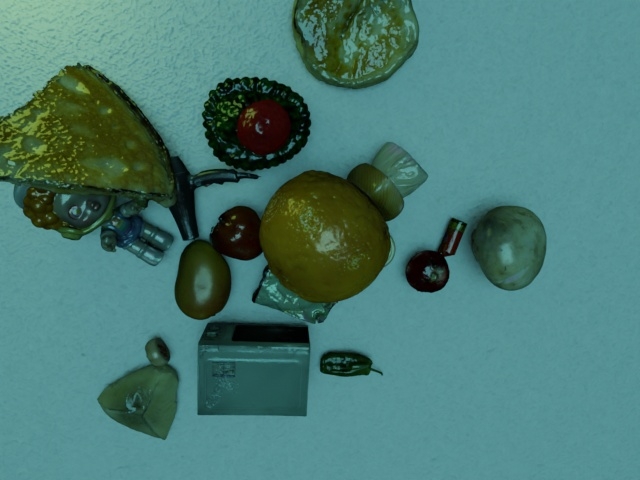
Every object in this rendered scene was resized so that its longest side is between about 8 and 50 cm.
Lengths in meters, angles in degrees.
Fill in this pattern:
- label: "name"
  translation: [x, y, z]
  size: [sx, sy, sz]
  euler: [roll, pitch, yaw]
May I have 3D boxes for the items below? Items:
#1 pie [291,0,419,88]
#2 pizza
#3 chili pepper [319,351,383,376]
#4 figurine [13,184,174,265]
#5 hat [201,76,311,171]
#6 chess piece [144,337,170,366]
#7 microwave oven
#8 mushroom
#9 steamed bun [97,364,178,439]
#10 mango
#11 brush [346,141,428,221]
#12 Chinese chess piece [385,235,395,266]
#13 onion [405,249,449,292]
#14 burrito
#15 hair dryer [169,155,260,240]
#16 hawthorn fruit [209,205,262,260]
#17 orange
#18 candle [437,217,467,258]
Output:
- label: "pie"
  translation: [0.091, -0.561, 1.177]
  size: [0.340, 0.077, 0.338]
  euler: [-2, 101, -8]
- label: "pizza"
  translation: [-0.507, -0.215, 1.063]
  size: [0.392, 0.434, 0.080]
  euler: [29, 138, -15]
- label: "chili pepper"
  translation: [0.101, 0.375, 1.354]
  size: [0.204, 0.073, 0.072]
  euler: [5, 86, -7]
- label: "figurine"
  translation: [-0.582, -0.058, 1.161]
  size: [0.224, 0.205, 0.381]
  euler: [-46, 116, -20]
- label: "hat"
  translation: [-0.154, -0.286, 1.074]
  size: [0.274, 0.332, 0.242]
  euler: [-21, 103, -3]
- label: "chess piece"
  translation: [-0.466, 0.321, 1.284]
  size: [0.038, 0.083, 0.083]
  euler: [-28, 101, 0]
- label: "microwave oven"
  translation: [-0.184, 0.354, 1.266]
  size: [0.296, 0.181, 0.237]
  euler: [2, 102, -5]
- label: "mushroom"
  translation: [0.531, 0.023, 1.265]
  size: [0.184, 0.255, 0.254]
  euler: [-6, 105, 40]
- label: "steamed bun"
  translation: [-0.511, 0.459, 1.296]
  size: [0.231, 0.110, 0.212]
  euler: [29, 96, -12]
- label: "mango"
  translation: [-0.321, 0.110, 1.241]
  size: [0.152, 0.120, 0.220]
  euler: [10, 93, -7]
- label: "brush"
  translation: [0.179, -0.157, 1.162]
  size: [0.166, 0.266, 0.174]
  euler: [-43, 91, 5]
- label: "Chinese chess piece"
  translation: [0.156, 0.025, 1.300]
  size: [0.122, 0.051, 0.121]
  euler: [-1, 100, -4]
- label: "onion"
  translation: [0.307, 0.090, 1.294]
  size: [0.131, 0.131, 0.131]
  euler: [-1, 100, -5]
- label: "burrito"
  translation: [-0.069, 0.153, 1.289]
  size: [0.229, 0.089, 0.143]
  euler: [23, 112, -8]
- label: "hair dryer"
  translation: [-0.290, -0.128, 1.199]
  size: [0.272, 0.091, 0.235]
  euler: [-12, 102, 6]
- label: "hawthorn fruit"
  translation: [-0.208, -0.011, 1.221]
  size: [0.172, 0.148, 0.148]
  euler: [37, 95, -26]
- label: "orange"
  translation: [0.000, 0.000, 1.129]
  size: [0.293, 0.341, 0.340]
  euler: [-44, 101, -10]
- label: "candle"
  translation: [0.384, 0.001, 1.316]
  size: [0.052, 0.052, 0.130]
  euler: [19, 100, -8]
